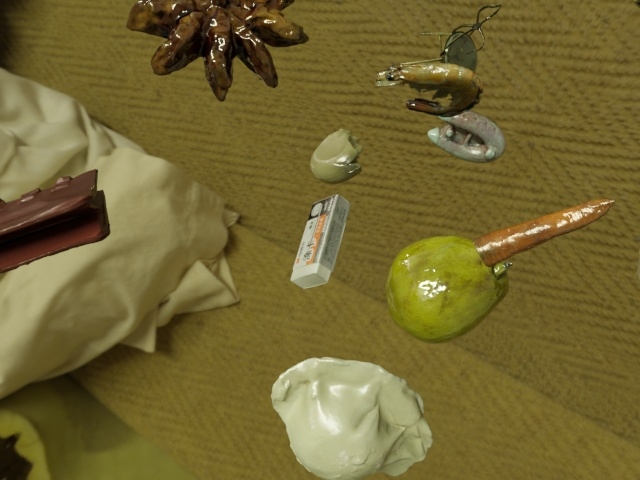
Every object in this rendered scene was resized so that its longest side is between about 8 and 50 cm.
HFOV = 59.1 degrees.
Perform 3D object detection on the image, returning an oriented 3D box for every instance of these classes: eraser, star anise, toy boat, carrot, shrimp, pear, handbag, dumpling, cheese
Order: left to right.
[{"bbox_3d":[-0.485,-0.031,0.939,0.260,0.275,0.084,-24,114,-14],"label":"handbag"},{"bbox_3d":[-0.101,-0.252,0.564,0.177,0.073,0.233,0,69,-11],"label":"star anise"},{"bbox_3d":[0.000,0.000,0.723,0.029,0.122,0.052,34,146,-31],"label":"eraser"},{"bbox_3d":[0.056,-0.243,1.693,0.175,0.202,0.091,-41,121,3],"label":"cheese"},{"bbox_3d":[0.050,0.253,0.802,0.258,0.147,0.193,38,119,-15],"label":"dumpling"},{"bbox_3d":[0.259,-0.358,1.348,0.253,0.173,0.058,6,62,21],"label":"shrimp"},{"bbox_3d":[0.342,0.122,1.518,0.375,0.287,0.287,-25,91,35],"label":"pear"},{"bbox_3d":[0.437,-0.299,1.671,0.228,0.085,0.155,23,137,0],"label":"toy boat"},{"bbox_3d":[0.367,-0.018,0.922,0.224,0.057,0.057,-23,92,24],"label":"carrot"}]

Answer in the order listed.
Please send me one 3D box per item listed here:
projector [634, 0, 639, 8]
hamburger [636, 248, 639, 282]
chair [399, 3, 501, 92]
[{"bbox_3d":[0.828,-0.520,1.193,0.270,0.088,0.193,19,110,5],"label":"projector"},{"bbox_3d":[0.990,0.068,1.474,0.295,0.227,0.151,8,125,56],"label":"hamburger"},{"bbox_3d":[0.391,-0.528,1.606,0.326,0.170,0.159,11,66,55],"label":"chair"}]
